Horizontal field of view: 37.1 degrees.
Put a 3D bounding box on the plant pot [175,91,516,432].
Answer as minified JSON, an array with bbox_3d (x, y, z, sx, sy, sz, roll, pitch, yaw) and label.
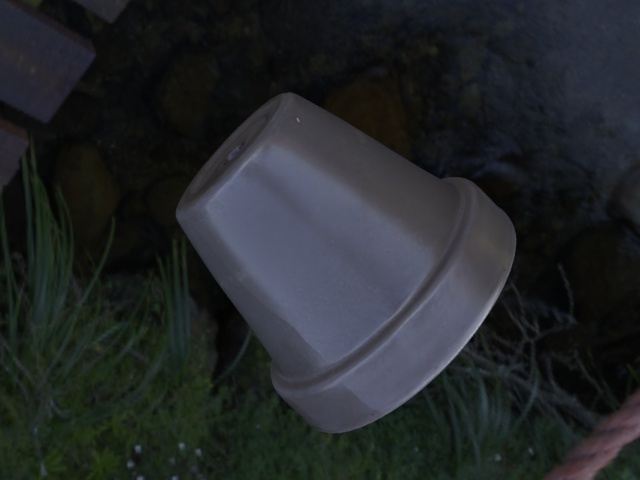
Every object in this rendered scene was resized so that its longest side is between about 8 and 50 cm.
[{"bbox_3d":[0.000,0.000,0.849,0.229,0.263,0.263,42,109,-16],"label":"plant pot"}]
